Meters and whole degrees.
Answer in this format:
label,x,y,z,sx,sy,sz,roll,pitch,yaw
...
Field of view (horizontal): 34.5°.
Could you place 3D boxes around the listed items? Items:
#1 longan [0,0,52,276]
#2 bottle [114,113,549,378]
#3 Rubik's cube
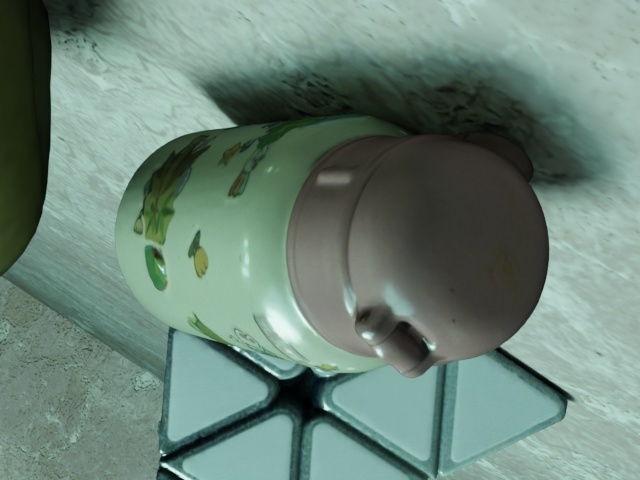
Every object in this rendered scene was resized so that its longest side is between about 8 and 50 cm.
label,x,y,z,sx,sy,sz,roll,pitch,yaw
longan,-0.264,-0.077,0.501,0.288,0.288,0.350,36,156,-9
bottle,0.000,0.000,0.484,0.120,0.120,0.253,41,161,-27
Rubik's cube,-0.013,0.096,0.743,0.228,0.233,0.229,0,-129,-37
